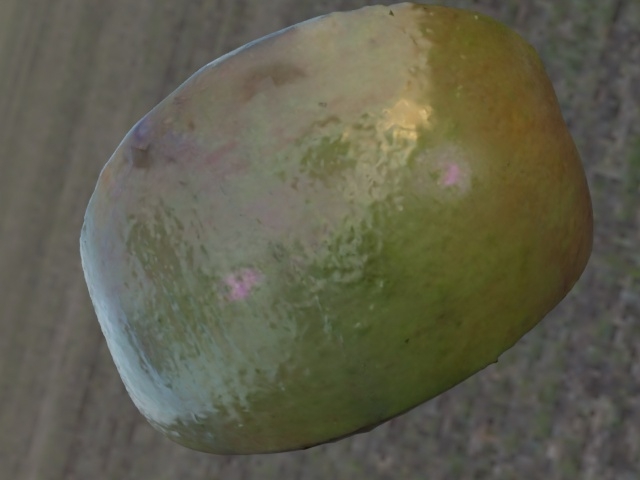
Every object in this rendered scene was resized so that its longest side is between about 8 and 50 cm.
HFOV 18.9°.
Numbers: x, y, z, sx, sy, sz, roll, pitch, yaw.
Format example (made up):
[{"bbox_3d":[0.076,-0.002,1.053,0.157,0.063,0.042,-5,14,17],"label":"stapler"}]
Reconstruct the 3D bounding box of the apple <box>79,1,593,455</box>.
[{"bbox_3d":[0.000,0.000,0.923,0.265,0.193,0.120,-26,31,7],"label":"apple"}]
